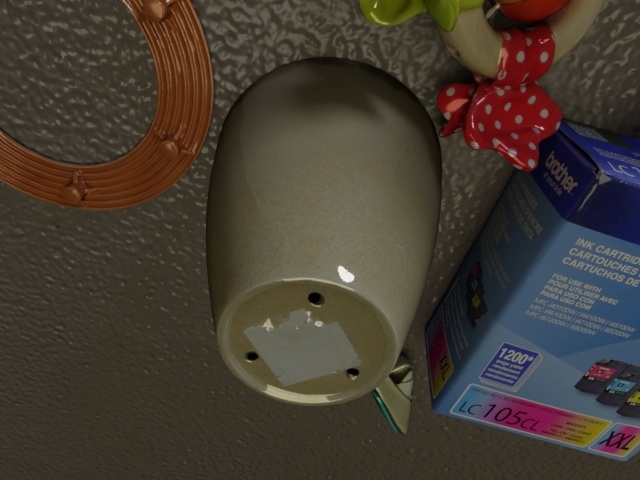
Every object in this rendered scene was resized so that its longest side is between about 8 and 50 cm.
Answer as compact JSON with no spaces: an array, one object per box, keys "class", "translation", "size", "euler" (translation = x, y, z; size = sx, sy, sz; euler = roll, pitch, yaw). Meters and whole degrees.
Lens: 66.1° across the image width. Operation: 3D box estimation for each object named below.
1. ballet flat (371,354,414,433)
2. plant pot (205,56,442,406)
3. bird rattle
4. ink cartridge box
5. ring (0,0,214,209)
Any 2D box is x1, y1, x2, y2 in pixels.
[{"class":"ballet flat","translation":[0.084,0.174,0.684],"size":[0.086,0.086,0.248],"euler":[-24,118,19]},{"class":"plant pot","translation":[0.000,0.000,0.451],"size":[0.256,0.274,0.257],"euler":[2,125,3]},{"class":"bird rattle","translation":[0.159,-0.194,0.404],"size":[0.207,0.143,0.253],"euler":[-44,115,10]},{"class":"ink cartridge box","translation":[0.314,0.044,0.535],"size":[0.269,0.151,0.396],"euler":[15,122,-6]},{"class":"ring","translation":[-0.278,-0.172,0.503],"size":[0.336,0.032,0.337],"euler":[2,123,3]}]
